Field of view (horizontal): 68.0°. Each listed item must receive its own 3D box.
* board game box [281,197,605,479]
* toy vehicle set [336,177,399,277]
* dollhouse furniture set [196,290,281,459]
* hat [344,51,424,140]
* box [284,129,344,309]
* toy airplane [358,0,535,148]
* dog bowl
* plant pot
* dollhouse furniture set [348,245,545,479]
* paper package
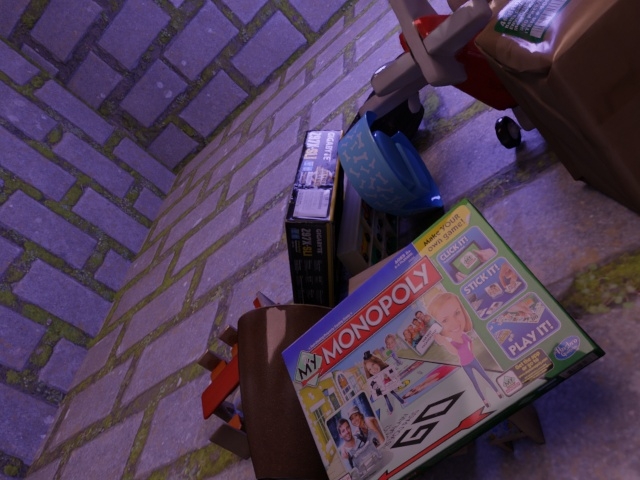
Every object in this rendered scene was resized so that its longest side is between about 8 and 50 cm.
[{"bbox_3d":[0.108,0.131,0.547,0.317,0.046,0.214,-43,50,17],"label":"board game box"},{"bbox_3d":[0.097,-0.020,0.881,0.035,0.166,0.267,-17,40,26],"label":"toy vehicle set"},{"bbox_3d":[-0.153,0.245,0.959,0.259,0.135,0.262,-49,27,2],"label":"dollhouse furniture set"},{"bbox_3d":[0.160,-0.284,1.150,0.331,0.133,0.331,-55,8,12],"label":"hat"},{"bbox_3d":[0.000,0.000,0.875,0.079,0.322,0.257,2,43,4],"label":"box"},{"bbox_3d":[0.239,-0.323,0.744,0.385,0.384,0.273,-9,74,6],"label":"toy airplane"},{"bbox_3d":[0.127,-0.122,0.849,0.074,0.297,0.166,-31,73,25],"label":"dog bowl"},{"bbox_3d":[-0.036,0.247,0.740,0.215,0.215,0.231,-25,50,39],"label":"plant pot"},{"bbox_3d":[0.126,0.157,0.620,0.212,0.161,0.242,-33,31,29],"label":"dollhouse furniture set"},{"bbox_3d":[0.403,-0.232,0.531,0.325,0.309,0.168,-45,27,14],"label":"paper package"}]
